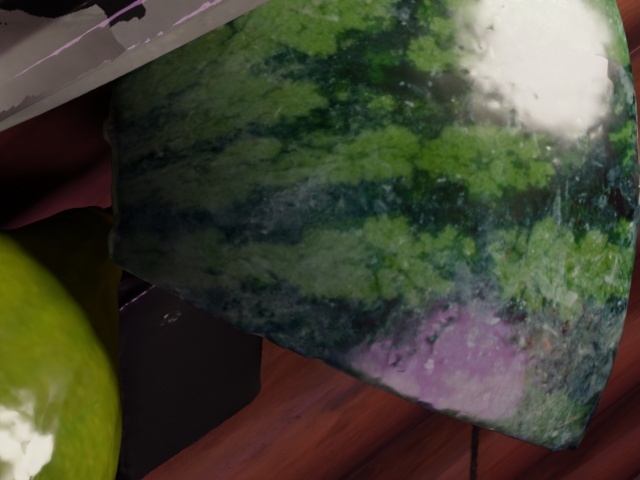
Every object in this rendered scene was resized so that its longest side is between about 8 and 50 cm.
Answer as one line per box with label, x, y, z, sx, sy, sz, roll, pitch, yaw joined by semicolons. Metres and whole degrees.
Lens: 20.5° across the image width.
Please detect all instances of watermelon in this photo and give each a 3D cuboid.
watermelon;0.012;-0.001;0.965;0.283;0.250;0.292;-1;152;-18

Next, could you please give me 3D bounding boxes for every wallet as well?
wallet;-0.094;0.080;1.269;0.146;0.030;0.285;-36;157;-22

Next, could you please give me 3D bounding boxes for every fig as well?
fig;-0.204;0.103;0.911;0.233;0.233;0.314;-51;-174;24

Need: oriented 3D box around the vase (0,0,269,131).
vase;-0.067;-0.149;0.737;0.360;0.165;0.165;-35;158;0
